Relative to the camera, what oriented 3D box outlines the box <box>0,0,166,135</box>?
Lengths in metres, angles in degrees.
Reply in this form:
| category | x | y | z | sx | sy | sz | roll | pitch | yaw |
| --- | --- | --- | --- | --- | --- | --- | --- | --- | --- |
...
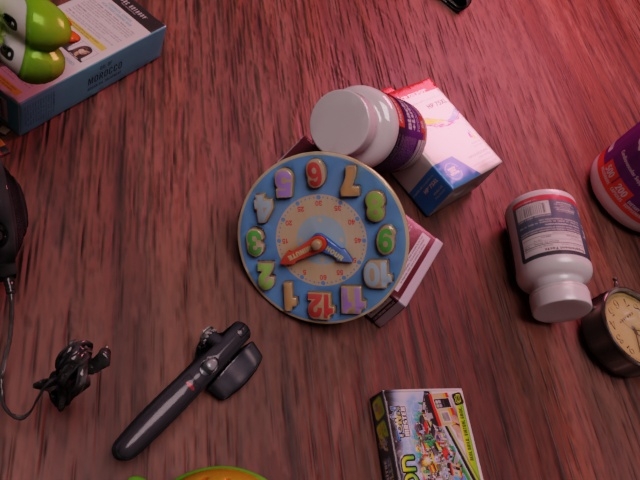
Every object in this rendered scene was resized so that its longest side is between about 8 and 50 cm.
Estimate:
| category | x | y | z | sx | sy | sz | roll | pitch | yaw |
| --- | --- | --- | --- | --- | --- | --- | --- | --- | --- |
| box | -0.322 | -0.241 | 0.761 | 0.100 | 0.060 | 0.244 | 40 | 52 | 3 |

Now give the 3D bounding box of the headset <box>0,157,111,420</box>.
| category | x | y | z | sx | sy | sz | roll | pitch | yaw |
| --- | --- | --- | --- | --- | --- | --- | --- | --- | --- |
| headset | -0.357 | 0.002 | 0.516 | 0.394 | 0.185 | 0.243 | 47 | 52 | -6 |

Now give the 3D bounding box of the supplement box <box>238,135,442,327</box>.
| category | x | y | z | sx | sy | sz | roll | pitch | yaw |
| --- | --- | --- | --- | --- | --- | --- | --- | --- | --- |
| supplement box | 0.028 | -0.014 | 0.777 | 0.239 | 0.073 | 0.130 | 39 | 52 | 1 |

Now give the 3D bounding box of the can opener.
| category | x | y | z | sx | sy | sz | roll | pitch | yaw |
| --- | --- | --- | --- | --- | --- | --- | --- | --- | --- |
| can opener | -0.135 | 0.152 | 0.607 | 0.073 | 0.059 | 0.186 | 46 | 52 | 6 |

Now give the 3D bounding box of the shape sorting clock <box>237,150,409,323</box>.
| category | x | y | z | sx | sy | sz | roll | pitch | yaw |
| --- | --- | --- | --- | --- | --- | --- | --- | --- | --- |
| shape sorting clock | 0.000 | 0.000 | 0.689 | 0.206 | 0.206 | 0.040 | 37 | 21 | 0 |

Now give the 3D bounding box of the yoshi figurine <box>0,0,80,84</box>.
| category | x | y | z | sx | sy | sz | roll | pitch | yaw |
| --- | --- | --- | --- | --- | --- | --- | --- | --- | --- |
| yoshi figurine | -0.420 | -0.273 | 0.602 | 0.362 | 0.203 | 0.203 | 34 | 65 | 20 |

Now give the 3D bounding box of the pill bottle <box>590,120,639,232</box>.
| category | x | y | z | sx | sy | sz | roll | pitch | yaw |
| --- | --- | --- | --- | --- | --- | --- | --- | --- | --- |
| pill bottle | 0.630 | -0.160 | 0.989 | 0.181 | 0.323 | 0.182 | 12 | 56 | -18 |

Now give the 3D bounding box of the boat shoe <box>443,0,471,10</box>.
| category | x | y | z | sx | sy | sz | roll | pitch | yaw |
| --- | --- | --- | --- | --- | --- | --- | --- | --- | --- |
| boat shoe | 0.255 | -0.525 | 1.213 | 0.133 | 0.049 | 0.042 | 39 | 44 | -4 |

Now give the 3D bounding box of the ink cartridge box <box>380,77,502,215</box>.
| category | x | y | z | sx | sy | sz | roll | pitch | yaw |
| --- | --- | --- | --- | --- | --- | --- | --- | --- | --- |
| ink cartridge box | 0.155 | -0.167 | 0.927 | 0.134 | 0.078 | 0.231 | -28 | 75 | -35 |

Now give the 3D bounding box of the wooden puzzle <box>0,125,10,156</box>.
| category | x | y | z | sx | sy | sz | roll | pitch | yaw |
| --- | --- | --- | --- | --- | --- | --- | --- | --- | --- |
| wooden puzzle | -0.396 | -0.109 | 0.680 | 0.049 | 0.006 | 0.083 | 47 | 53 | 8 |

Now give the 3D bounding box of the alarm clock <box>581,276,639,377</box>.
| category | x | y | z | sx | sy | sz | roll | pitch | yaw |
| --- | --- | --- | --- | --- | --- | --- | --- | --- | --- |
| alarm clock | 0.465 | 0.155 | 0.882 | 0.129 | 0.064 | 0.192 | -19 | 68 | -33 |

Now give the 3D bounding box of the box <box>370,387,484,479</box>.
| category | x | y | z | sx | sy | sz | roll | pitch | yaw |
| --- | --- | --- | --- | --- | --- | --- | --- | --- | --- |
| box | 0.129 | 0.275 | 0.668 | 0.114 | 0.036 | 0.207 | 4 | 59 | -22 |

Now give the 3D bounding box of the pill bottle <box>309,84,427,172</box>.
| category | x | y | z | sx | sy | sz | roll | pitch | yaw |
| --- | --- | --- | --- | --- | --- | --- | --- | --- | --- |
| pill bottle | 0.064 | -0.145 | 0.782 | 0.108 | 0.108 | 0.193 | 54 | 24 | 13 |

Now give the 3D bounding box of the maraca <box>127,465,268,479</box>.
| category | x | y | z | sx | sy | sz | roll | pitch | yaw |
| --- | --- | --- | --- | --- | --- | --- | --- | --- | --- |
| maraca | -0.113 | 0.268 | 0.526 | 0.185 | 0.099 | 0.127 | -1 | 55 | 5 |

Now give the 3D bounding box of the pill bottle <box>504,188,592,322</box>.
| category | x | y | z | sx | sy | sz | roll | pitch | yaw |
| --- | --- | --- | --- | --- | --- | --- | --- | --- | --- |
| pill bottle | 0.341 | 0.025 | 0.877 | 0.108 | 0.108 | 0.180 | 12 | 57 | -18 |
